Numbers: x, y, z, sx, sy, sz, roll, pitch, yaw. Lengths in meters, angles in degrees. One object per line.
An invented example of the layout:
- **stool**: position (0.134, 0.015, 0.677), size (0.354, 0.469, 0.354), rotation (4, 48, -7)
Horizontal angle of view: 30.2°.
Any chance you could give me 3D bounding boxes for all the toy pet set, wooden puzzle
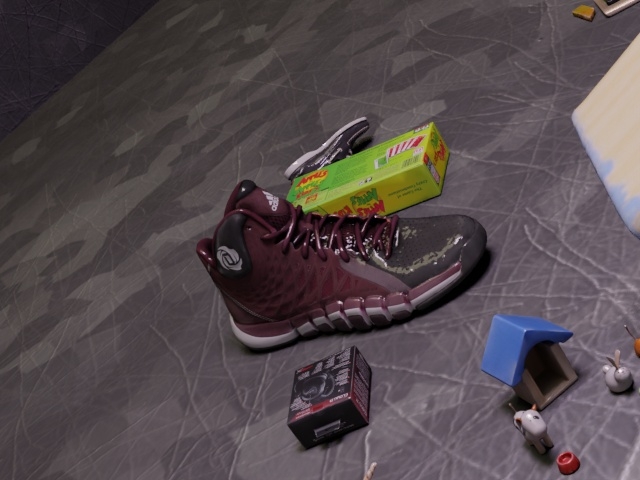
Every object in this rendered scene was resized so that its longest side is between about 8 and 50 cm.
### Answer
- **toy pet set**: position (0.174, 0.086, 0.839), size (0.122, 0.065, 0.114), rotation (-38, 24, -12)
- **wooden puzzle**: position (0.356, -0.293, 1.394), size (0.116, 0.014, 0.078), rotation (-30, 24, 6)

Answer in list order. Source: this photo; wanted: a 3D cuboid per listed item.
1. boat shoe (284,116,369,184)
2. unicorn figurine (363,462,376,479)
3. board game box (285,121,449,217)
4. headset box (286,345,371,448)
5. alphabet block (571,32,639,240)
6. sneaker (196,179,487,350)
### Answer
- **boat shoe**: position (0.015, -0.102, 1.427), size (0.125, 0.038, 0.046), rotation (-37, -8, -18)
- **unicorn figurine**: position (-0.010, 0.220, 0.704), size (0.162, 0.111, 0.060), rotation (-27, 22, 15)
- **board game box**: position (0.047, -0.059, 1.297), size (0.181, 0.043, 0.092), rotation (-21, 26, 25)
- **headset box**: position (0.008, 0.133, 0.995), size (0.062, 0.032, 0.083), rotation (-26, 26, 18)
- **alphabet block**: position (0.305, -0.072, 0.745), size (0.197, 0.193, 0.192), rotation (-52, 18, 23)
- **sneaker**: position (0.000, 0.000, 1.096), size (0.281, 0.162, 0.106), rotation (-21, 27, 27)
